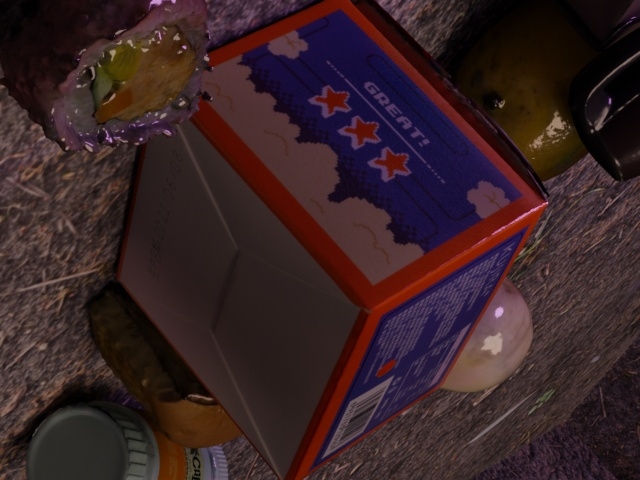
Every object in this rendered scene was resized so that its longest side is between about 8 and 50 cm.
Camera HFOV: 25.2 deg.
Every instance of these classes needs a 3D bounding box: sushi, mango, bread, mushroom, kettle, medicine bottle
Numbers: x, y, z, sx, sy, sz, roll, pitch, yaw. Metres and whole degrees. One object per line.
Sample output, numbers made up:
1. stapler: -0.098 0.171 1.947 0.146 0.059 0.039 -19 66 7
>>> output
1. sushi: -0.151 -0.165 1.155 0.161 0.107 0.241 -51 162 25
2. mango: 0.314 -0.208 1.761 0.365 0.182 0.253 -31 161 -13
3. bread: -0.145 0.147 1.657 0.262 0.204 0.163 -3 134 -54
4. mushroom: 0.194 0.100 2.178 0.253 0.234 0.260 -12 137 31
5. kettle: 0.391 -0.170 1.582 0.232 0.144 0.202 -32 147 6
6. medicine bottle: -0.243 0.294 1.834 0.158 0.158 0.318 -43 159 5

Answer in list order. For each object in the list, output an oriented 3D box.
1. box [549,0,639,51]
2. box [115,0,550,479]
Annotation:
1. box: 0.360 -0.345 1.598 0.252 0.188 0.153 -20 153 -39
2. box: 0.000 0.000 1.451 0.256 0.318 0.349 -28 155 -31
